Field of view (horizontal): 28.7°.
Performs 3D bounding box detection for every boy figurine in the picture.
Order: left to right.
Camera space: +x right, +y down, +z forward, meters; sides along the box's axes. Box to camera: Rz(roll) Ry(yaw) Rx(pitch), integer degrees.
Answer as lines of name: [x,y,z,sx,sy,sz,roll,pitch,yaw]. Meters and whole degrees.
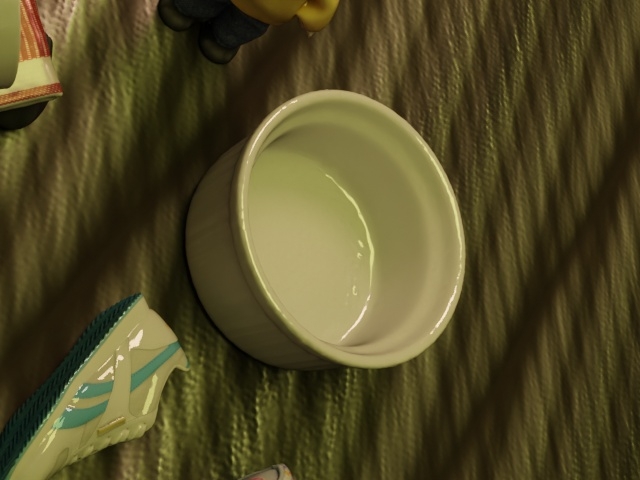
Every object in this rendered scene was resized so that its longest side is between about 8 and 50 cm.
boy figurine: [-0.052,-0.270,1.203,0.177,0.285,0.092,37,58,-20]

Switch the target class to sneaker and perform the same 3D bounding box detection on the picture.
sneaker: [-0.200,0.151,1.092,0.092,0.087,0.228,50,55,-17]

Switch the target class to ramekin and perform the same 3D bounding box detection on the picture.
ramekin: [0.000,0.000,1.256,0.277,0.135,0.277,11,71,-35]

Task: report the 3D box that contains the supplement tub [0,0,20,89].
supplement tub: [-0.399,-0.193,0.903,0.325,0.235,0.235,-9,82,-23]

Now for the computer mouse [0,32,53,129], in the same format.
computer mouse: [-0.268,-0.214,1.177,0.071,0.041,0.242,20,64,-30]

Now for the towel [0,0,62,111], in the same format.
towel: [-0.382,-0.252,1.080,0.237,0.037,0.329,-19,89,-28]

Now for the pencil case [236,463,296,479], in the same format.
pencil case: [-0.013,0.343,1.159,0.124,0.113,0.273,-35,100,-17]
